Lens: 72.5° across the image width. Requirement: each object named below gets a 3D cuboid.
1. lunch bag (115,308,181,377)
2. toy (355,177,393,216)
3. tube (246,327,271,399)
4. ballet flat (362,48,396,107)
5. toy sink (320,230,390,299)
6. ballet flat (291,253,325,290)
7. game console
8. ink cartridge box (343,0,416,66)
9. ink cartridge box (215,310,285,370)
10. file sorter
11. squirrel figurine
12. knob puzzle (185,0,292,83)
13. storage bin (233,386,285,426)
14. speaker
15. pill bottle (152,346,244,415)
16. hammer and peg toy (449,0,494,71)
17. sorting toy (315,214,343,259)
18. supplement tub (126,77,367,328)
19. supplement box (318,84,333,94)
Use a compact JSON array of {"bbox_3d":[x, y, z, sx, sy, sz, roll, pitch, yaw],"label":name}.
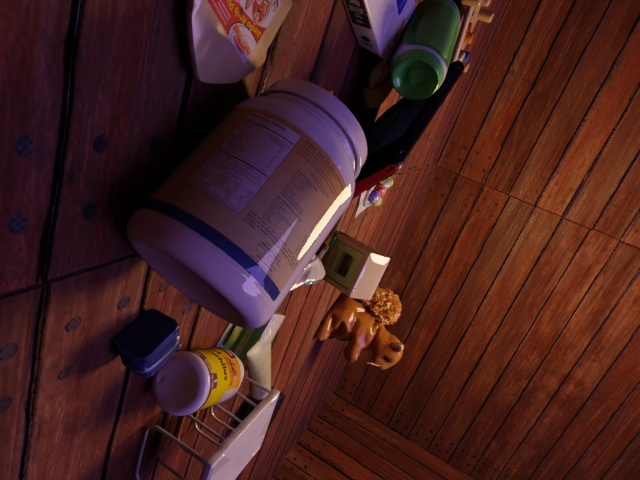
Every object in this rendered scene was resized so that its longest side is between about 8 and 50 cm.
[{"bbox_3d":[-0.273,0.164,0.704,0.098,0.067,0.065,-48,158,-44],"label":"lunch bag"},{"bbox_3d":[0.220,-0.181,1.665,0.237,0.056,0.137,-44,154,-47],"label":"toy"},{"bbox_3d":[-0.159,0.328,1.139,0.070,0.062,0.240,-103,-166,-45],"label":"tube"},{"bbox_3d":[0.180,-0.447,1.121,0.232,0.080,0.073,-61,148,-12],"label":"ballet flat"},{"bbox_3d":[0.074,0.066,1.399,0.131,0.234,0.153,16,102,-49],"label":"toy sink"},{"bbox_3d":[-0.085,0.055,1.027,0.400,0.139,0.139,-16,131,-66],"label":"ballet flat"},{"bbox_3d":[0.173,-0.264,1.122,0.386,0.060,0.342,-56,-168,-24],"label":"game console"},{"bbox_3d":[0.117,-0.502,0.865,0.165,0.065,0.333,-63,162,1],"label":"ink cartridge box"},{"bbox_3d":[-0.182,0.252,1.134,0.171,0.056,0.235,-61,165,-6],"label":"ink cartridge box"},{"bbox_3d":[-0.254,0.452,1.011,0.278,0.173,0.193,-27,140,-63],"label":"file sorter"},{"bbox_3d":[0.238,0.393,2.035,0.397,0.370,0.281,-60,163,-11],"label":"squirrel figurine"},{"bbox_3d":[-0.115,-0.290,0.555,0.213,0.030,0.213,-55,162,-28],"label":"knob puzzle"},{"bbox_3d":[-0.206,0.582,1.504,0.122,0.084,0.180,-64,164,3],"label":"storage bin"},{"bbox_3d":[0.254,-0.467,1.043,0.131,0.131,0.296,92,17,-54],"label":"speaker"},{"bbox_3d":[-0.237,0.282,0.900,0.117,0.117,0.215,-62,164,-4],"label":"pill bottle"},{"bbox_3d":[0.467,-0.715,1.474,0.361,0.127,0.266,-24,140,-64],"label":"hammer and peg toy"},{"bbox_3d":[0.000,0.000,1.259,0.132,0.046,0.274,-63,-176,-30],"label":"sorting toy"},{"bbox_3d":[-0.090,-0.059,0.635,0.316,0.228,0.228,-55,162,-24],"label":"supplement tub"},{"bbox_3d":[-0.011,-0.259,0.896,0.062,0.036,0.098,-47,157,-44],"label":"supplement box"}]
